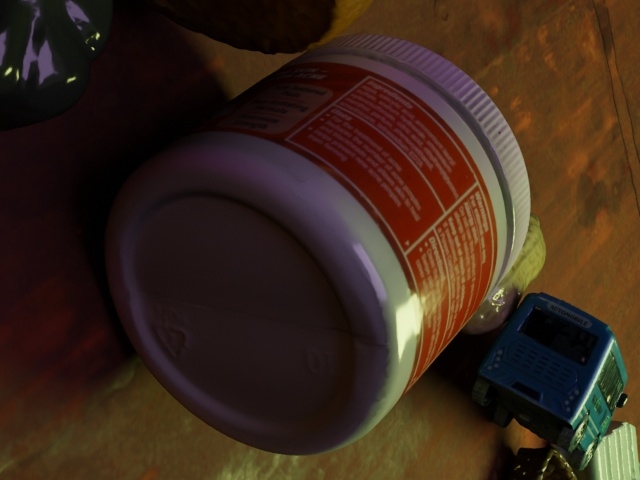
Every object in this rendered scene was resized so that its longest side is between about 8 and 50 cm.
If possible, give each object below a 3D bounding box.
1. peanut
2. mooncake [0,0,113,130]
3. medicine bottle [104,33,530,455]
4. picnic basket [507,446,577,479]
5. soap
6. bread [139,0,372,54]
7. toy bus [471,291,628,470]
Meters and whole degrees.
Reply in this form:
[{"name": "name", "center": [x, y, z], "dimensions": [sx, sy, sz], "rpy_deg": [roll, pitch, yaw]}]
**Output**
[{"name": "peanut", "center": [0.174, 0.027, 1.404], "dimensions": [0.090, 0.098, 0.214], "rpy_deg": [51, 38, -4]}, {"name": "mooncake", "center": [-0.215, -0.159, 0.888], "dimensions": [0.168, 0.104, 0.175], "rpy_deg": [-41, 117, -40]}, {"name": "medicine bottle", "center": [0.000, 0.000, 1.041], "dimensions": [0.241, 0.252, 0.252], "rpy_deg": [-41, 120, -47]}, {"name": "picnic basket", "center": [0.223, 0.323, 1.494], "dimensions": [0.110, 0.055, 0.193], "rpy_deg": [56, 46, -37]}, {"name": "soap", "center": [0.336, 0.320, 1.637], "dimensions": [0.119, 0.067, 0.198], "rpy_deg": [-19, 103, -54]}, {"name": "bread", "center": [-0.059, -0.261, 0.944], "dimensions": [0.312, 0.312, 0.172], "rpy_deg": [47, 65, -42]}, {"name": "toy bus", "center": [0.246, 0.145, 1.415], "dimensions": [0.134, 0.113, 0.246], "rpy_deg": [-60, 158, -6]}]
